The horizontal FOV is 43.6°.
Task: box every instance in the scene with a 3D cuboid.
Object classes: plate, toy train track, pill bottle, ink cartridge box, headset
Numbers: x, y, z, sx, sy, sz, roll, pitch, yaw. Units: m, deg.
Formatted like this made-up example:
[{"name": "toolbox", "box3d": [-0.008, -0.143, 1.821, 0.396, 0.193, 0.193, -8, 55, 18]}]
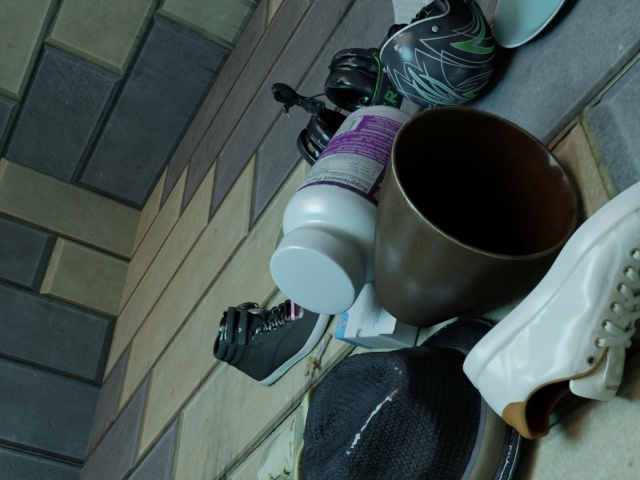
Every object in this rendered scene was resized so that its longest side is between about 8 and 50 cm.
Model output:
[{"name": "plate", "box3d": [0.309, -0.352, 1.116, 0.188, 0.024, 0.188, -50, 27, 37]}, {"name": "toy train track", "box3d": [-0.003, 0.196, 1.357, 0.083, 0.014, 0.048, -60, 14, 6]}, {"name": "pill bottle", "box3d": [0.049, -0.044, 1.134, 0.169, 0.169, 0.301, -41, 14, 50]}, {"name": "ink cartridge box", "box3d": [0.095, 0.098, 1.143, 0.180, 0.060, 0.104, -17, 53, 65]}, {"name": "headset", "box3d": [0.024, -0.246, 1.482, 0.243, 0.185, 0.394, -66, 18, 6]}]

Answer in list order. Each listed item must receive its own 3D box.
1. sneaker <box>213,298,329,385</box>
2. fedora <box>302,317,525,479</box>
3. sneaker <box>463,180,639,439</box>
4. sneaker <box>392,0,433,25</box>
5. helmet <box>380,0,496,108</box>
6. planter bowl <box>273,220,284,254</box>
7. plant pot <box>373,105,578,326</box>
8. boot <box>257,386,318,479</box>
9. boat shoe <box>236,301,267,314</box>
[{"name": "sneaker", "box3d": [-0.095, 0.152, 1.437, 0.296, 0.147, 0.105, -49, 26, 38]}, {"name": "fedora", "box3d": [0.080, 0.224, 0.926, 0.334, 0.152, 0.334, -51, 27, 39]}, {"name": "sneaker", "box3d": [0.265, 0.070, 0.740, 0.290, 0.106, 0.123, -56, 47, 26]}, {"name": "sneaker", "box3d": [0.191, -0.409, 1.351, 0.126, 0.127, 0.321, 140, 122, -61]}, {"name": "helmet", "box3d": [0.172, -0.272, 1.165, 0.169, 0.169, 0.162, -43, 28, 49]}, {"name": "planter bowl", "box3d": [0.000, 0.000, 1.407, 0.162, 0.109, 0.162, -50, 28, 39]}, {"name": "plant pot", "box3d": [0.151, 0.000, 0.949, 0.230, 0.215, 0.215, 113, 166, -50]}, {"name": "boot", "box3d": [-0.035, 0.346, 1.197, 0.165, 0.077, 0.213, -53, 20, 33]}, {"name": "boat shoe", "box3d": [-0.157, 0.167, 1.688, 0.228, 0.080, 0.076, 137, 148, -62]}]
